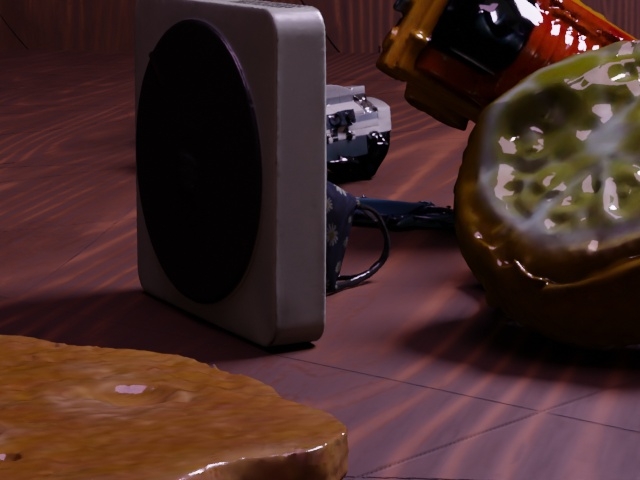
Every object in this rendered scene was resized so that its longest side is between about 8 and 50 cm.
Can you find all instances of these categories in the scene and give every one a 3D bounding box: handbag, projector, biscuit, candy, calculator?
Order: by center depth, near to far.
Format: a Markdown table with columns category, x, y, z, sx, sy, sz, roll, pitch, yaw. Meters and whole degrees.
| category | x | y | z | sx | sy | sz | roll | pitch | yaw |
| --- | --- | --- | --- | --- | --- | --- | --- | --- | --- |
| biscuit | -0.200 | 0.125 | 1.075 | 0.365 | 0.062 | 0.385 | -8 | 13 | -41 |
| candy | 0.226 | -0.039 | 1.416 | 0.260 | 0.260 | 0.118 | 8 | -28 | 38 |
| projector | -0.070 | -0.065 | 1.497 | 0.079 | 0.259 | 0.257 | -7 | 13 | -29 |
| handbag | 0.000 | 0.000 | 1.601 | 0.139 | 0.115 | 0.072 | 12 | 3 | -33 |
| calculator | 0.078 | -0.028 | 1.894 | 0.141 | 0.019 | 0.094 | 6 | 14 | 24 |

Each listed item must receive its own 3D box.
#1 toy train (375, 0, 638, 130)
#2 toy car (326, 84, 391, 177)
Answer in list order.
| category | x | y | z | sx | sy | sz | roll | pitch | yaw |
| --- | --- | --- | --- | --- | --- | --- | --- | --- | --- |
| toy train | 0.243 | -0.149 | 1.804 | 0.369 | 0.163 | 0.231 | 29 | -4 | -16 |
| toy car | -0.065 | -0.130 | 2.180 | 0.193 | 0.118 | 0.301 | -12 | 15 | -34 |
